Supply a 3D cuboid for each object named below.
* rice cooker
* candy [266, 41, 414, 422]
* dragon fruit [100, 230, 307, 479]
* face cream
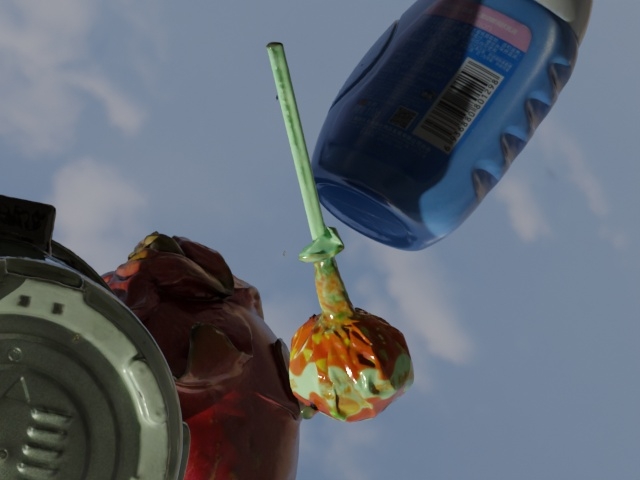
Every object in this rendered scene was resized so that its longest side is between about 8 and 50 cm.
[{"bbox_3d":[-0.214,0.112,1.118,0.241,0.227,0.280,10,-88,-20],"label":"rice cooker"},{"bbox_3d":[0.000,0.000,0.766,0.049,0.056,0.184,-99,-4,-64],"label":"candy"},{"bbox_3d":[-0.125,0.162,1.395,0.250,0.315,0.250,27,179,1],"label":"dragon fruit"},{"bbox_3d":[0.101,-0.119,1.278,0.149,0.083,0.264,25,-111,32],"label":"face cream"}]
